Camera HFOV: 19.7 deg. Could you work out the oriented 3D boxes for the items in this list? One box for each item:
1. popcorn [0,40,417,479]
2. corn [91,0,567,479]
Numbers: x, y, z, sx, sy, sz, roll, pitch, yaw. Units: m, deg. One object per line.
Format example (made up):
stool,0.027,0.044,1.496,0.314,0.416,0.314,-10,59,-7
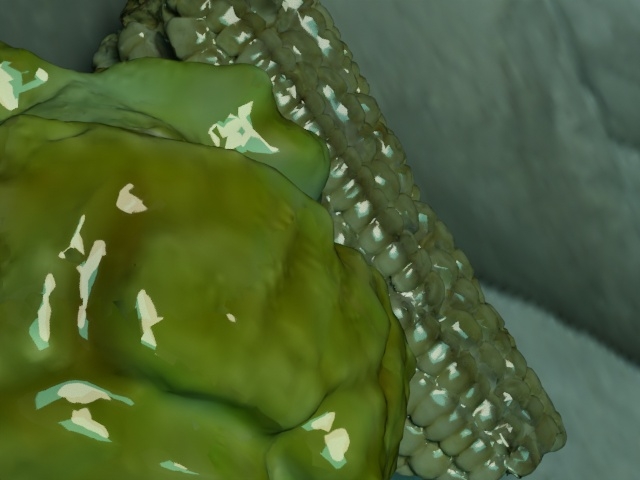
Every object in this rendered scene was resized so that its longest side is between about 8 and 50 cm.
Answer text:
popcorn,-0.084,0.047,0.534,0.221,0.204,0.183,-7,44,18
corn,0.000,0.000,0.634,0.087,0.087,0.211,-33,100,-18
